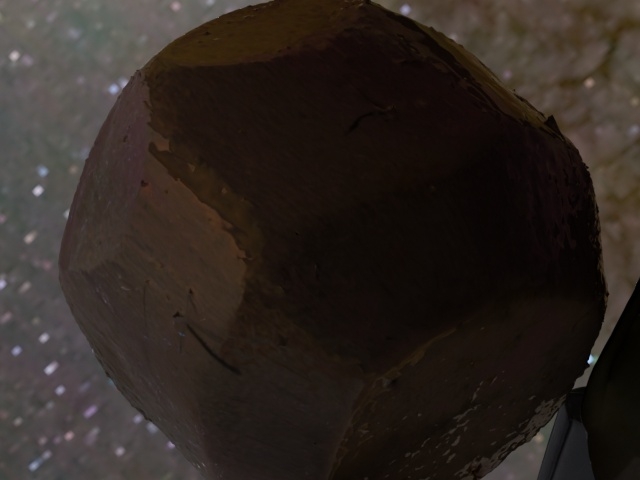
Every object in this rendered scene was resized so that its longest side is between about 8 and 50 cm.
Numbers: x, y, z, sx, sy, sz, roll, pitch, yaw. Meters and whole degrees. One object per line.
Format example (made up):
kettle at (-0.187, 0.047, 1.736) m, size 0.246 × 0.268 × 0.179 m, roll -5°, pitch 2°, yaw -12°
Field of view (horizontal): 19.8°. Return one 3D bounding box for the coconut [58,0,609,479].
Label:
coconut at (0.000, 0.001, 0.819) m, size 0.227 × 0.227 × 0.230 m, roll 9°, pitch -147°, yaw -50°

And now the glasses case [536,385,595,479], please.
glasses case at (0.173, 0.187, 1.111) m, size 0.105 × 0.266 × 0.056 m, roll 19°, pitch -134°, yaw 10°

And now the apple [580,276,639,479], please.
apple at (0.224, 0.072, 0.795) m, size 0.188 × 0.207 × 0.174 m, roll 26°, pitch 158°, yaw 29°
